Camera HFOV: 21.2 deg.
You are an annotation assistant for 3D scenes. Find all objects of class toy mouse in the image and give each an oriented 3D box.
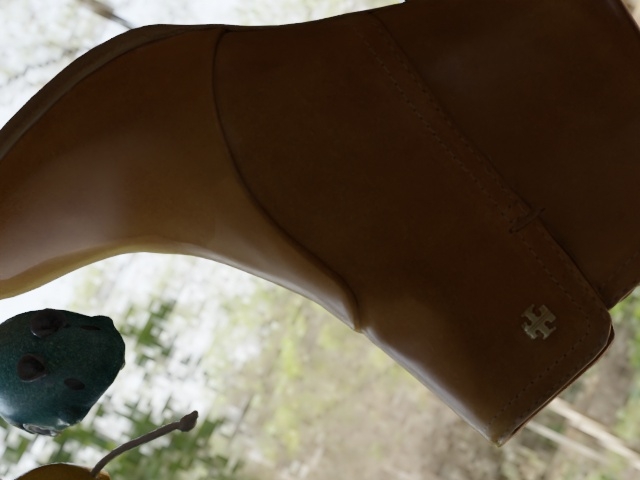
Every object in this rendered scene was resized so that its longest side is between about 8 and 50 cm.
[{"bbox_3d":[-0.100,0.071,0.524,0.161,0.031,0.143,-58,27,19],"label":"toy mouse"}]

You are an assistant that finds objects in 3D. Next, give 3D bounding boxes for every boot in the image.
[{"bbox_3d":[0.001,0.000,0.669,0.295,0.211,0.104,-38,-12,9],"label":"boot"}]
